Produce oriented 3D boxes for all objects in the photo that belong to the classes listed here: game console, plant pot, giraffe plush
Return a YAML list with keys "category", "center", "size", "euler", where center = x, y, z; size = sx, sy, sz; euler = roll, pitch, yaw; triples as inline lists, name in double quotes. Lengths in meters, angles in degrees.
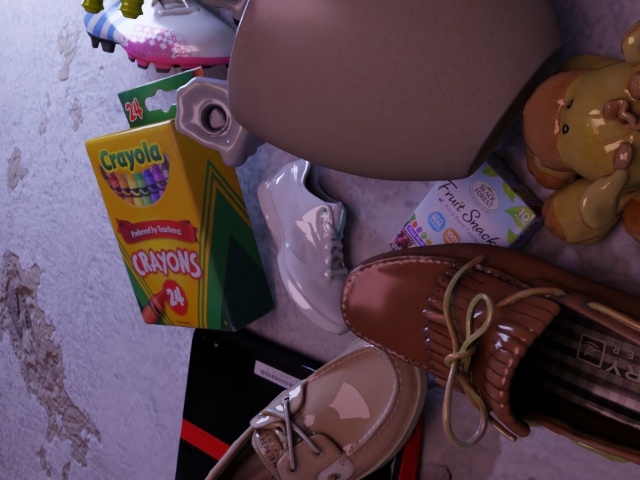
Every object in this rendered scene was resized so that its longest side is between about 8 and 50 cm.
- category: "game console"
  center: [-0.050, 0.307, 0.933]
  size: [0.386, 0.060, 0.342]
  euler: [14, 98, 41]
- category: "plant pot"
  center: [0.086, -0.161, 0.622]
  size: [0.191, 0.284, 0.284]
  euler: [37, 120, 11]
- category: "giraffe plush"
  center: [0.223, -0.077, 0.541]
  size: [0.210, 0.170, 0.182]
  euler: [-18, 82, 43]

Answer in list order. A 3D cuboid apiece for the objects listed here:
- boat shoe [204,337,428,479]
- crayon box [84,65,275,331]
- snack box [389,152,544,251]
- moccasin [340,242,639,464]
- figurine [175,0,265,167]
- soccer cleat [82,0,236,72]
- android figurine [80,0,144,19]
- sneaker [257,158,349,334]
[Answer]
- category: "boat shoe"
  center: [-0.018, 0.222, 0.791]
  size: [0.341, 0.110, 0.122]
  euler: [-51, 57, 29]
- category: "crayon box"
  center: [-0.192, -0.045, 0.950]
  size: [0.202, 0.081, 0.319]
  euler: [-3, 107, 44]
- category: "snack box"
  center: [0.141, -0.010, 0.718]
  size: [0.100, 0.037, 0.141]
  euler: [53, 126, 25]
- category: "moccasin"
  center: [0.171, 0.097, 0.598]
  size: [0.380, 0.147, 0.139]
  euler: [23, 113, 32]
- category: "figurine"
  center: [-0.052, -0.196, 0.770]
  size: [0.092, 0.209, 0.215]
  euler: [13, 108, 25]
- category: "soccer cleat"
  center: [-0.227, -0.312, 0.978]
  size: [0.331, 0.116, 0.143]
  euler: [25, 121, 41]
- category: "android figurine"
  center: [-0.158, -0.317, 0.576]
  size: [0.248, 0.056, 0.273]
  euler: [18, 107, 41]
- category: "sneaker"
  center: [0.000, 0.000, 0.836]
  size: [0.094, 0.080, 0.212]
  euler: [-34, 70, 28]
